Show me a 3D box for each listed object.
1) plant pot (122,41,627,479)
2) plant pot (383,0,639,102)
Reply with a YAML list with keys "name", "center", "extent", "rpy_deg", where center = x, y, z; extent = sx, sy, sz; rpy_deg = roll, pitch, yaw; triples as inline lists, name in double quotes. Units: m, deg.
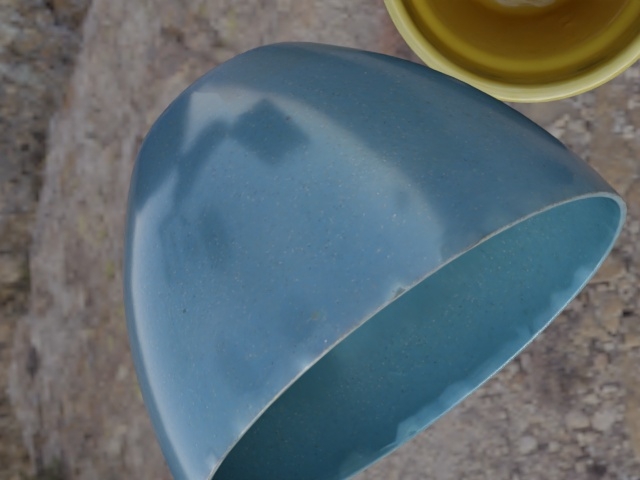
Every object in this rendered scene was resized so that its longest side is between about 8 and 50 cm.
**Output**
- name: "plant pot"
  center: [0.000, 0.000, 0.766]
  extent: [0.195, 0.290, 0.290]
  rpy_deg: [53, 136, 20]
- name: "plant pot"
  center: [0.178, -0.262, 1.155]
  extent: [0.239, 0.254, 0.254]
  rpy_deg: [-69, -14, -74]
